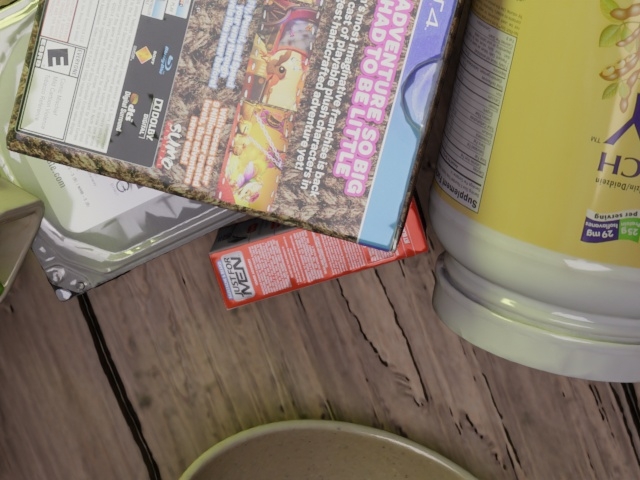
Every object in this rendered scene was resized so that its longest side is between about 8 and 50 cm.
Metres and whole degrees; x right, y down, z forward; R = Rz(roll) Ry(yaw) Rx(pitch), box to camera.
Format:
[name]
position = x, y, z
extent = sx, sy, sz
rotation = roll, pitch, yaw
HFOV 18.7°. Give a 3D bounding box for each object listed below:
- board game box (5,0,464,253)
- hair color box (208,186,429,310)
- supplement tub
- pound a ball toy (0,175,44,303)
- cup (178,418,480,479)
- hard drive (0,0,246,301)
[board game box]
position = -0.052, -0.145, 1.415
extent = 0.291, 0.141, 0.232
rotation = 16, 98, 2
[hair color box]
position = 0.000, 0.000, 1.548
extent = 0.167, 0.093, 0.053
rotation = -15, 102, 6
[supplement tub]
position = 0.214, -0.086, 1.441
extent = 0.241, 0.241, 0.331
rotation = 10, 108, -1
[pound a ball toy]
position = -0.350, -0.037, 1.455
extent = 0.319, 0.208, 0.136
rotation = 29, 105, 10
[cup]
position = 0.001, 0.342, 1.540
extent = 0.331, 0.331, 0.237
rotation = 21, 128, -3
[hard drive]
position = -0.109, -0.126, 1.539
extent = 0.339, 0.064, 0.237
rotation = -25, 101, 6
